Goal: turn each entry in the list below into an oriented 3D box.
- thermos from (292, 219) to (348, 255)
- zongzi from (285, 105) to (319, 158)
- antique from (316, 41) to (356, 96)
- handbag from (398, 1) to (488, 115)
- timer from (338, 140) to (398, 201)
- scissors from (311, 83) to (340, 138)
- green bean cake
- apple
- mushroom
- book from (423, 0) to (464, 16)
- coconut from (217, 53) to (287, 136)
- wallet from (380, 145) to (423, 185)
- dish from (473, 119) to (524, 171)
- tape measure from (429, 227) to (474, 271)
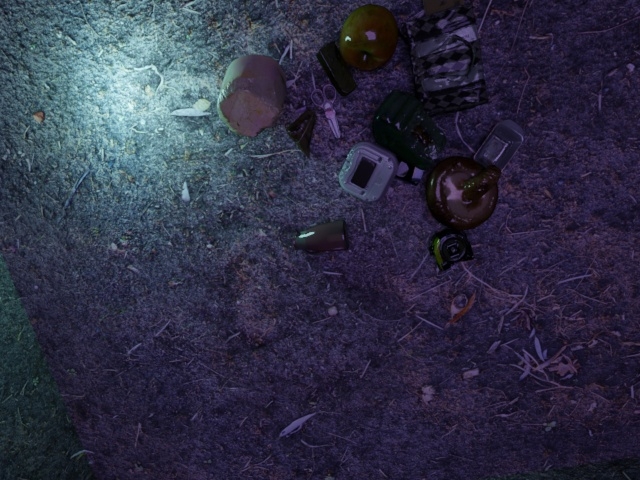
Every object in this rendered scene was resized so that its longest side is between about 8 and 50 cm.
[{"bbox_3d":[0.000,0.000,1.957,0.264,0.146,0.177,-8,129,13],"label":"thermos"},{"bbox_3d":[-0.044,-0.505,1.869,0.189,0.081,0.178,-44,121,-2],"label":"zongzi"},{"bbox_3d":[0.075,-0.748,1.777,0.081,0.080,0.221,-32,102,-4],"label":"antique"},{"bbox_3d":[0.512,-0.751,1.707,0.316,0.180,0.417,-13,99,-3],"label":"handbag"},{"bbox_3d":[0.218,-0.311,1.852,0.236,0.087,0.262,27,119,3],"label":"timer"},{"bbox_3d":[0.043,-0.588,1.850,0.118,0.030,0.242,-19,100,7],"label":"scissors"},{"bbox_3d":[0.381,-0.459,1.694,0.307,0.300,0.169,36,89,7],"label":"green bean cake"},{"bbox_3d":[0.206,-0.858,1.694,0.246,0.246,0.227,14,75,-1],"label":"apple"},{"bbox_3d":[0.645,-0.212,1.840,0.344,0.239,0.346,1,92,20],"label":"mushroom"},{"bbox_3d":[0.510,-1.043,1.681,0.167,0.013,0.192,-21,129,8],"label":"book"},{"bbox_3d":[-0.285,-0.629,1.726,0.297,0.310,0.298,2,142,2],"label":"coconut"},{"bbox_3d":[0.377,-0.363,1.874,0.230,0.069,0.170,19,107,1],"label":"wallet"},{"bbox_3d":[0.816,-0.435,1.838,0.154,0.064,0.234,31,104,-5],"label":"dish"},{"bbox_3d":[0.629,0.037,1.946,0.199,0.112,0.186,-25,100,7],"label":"tape measure"}]
